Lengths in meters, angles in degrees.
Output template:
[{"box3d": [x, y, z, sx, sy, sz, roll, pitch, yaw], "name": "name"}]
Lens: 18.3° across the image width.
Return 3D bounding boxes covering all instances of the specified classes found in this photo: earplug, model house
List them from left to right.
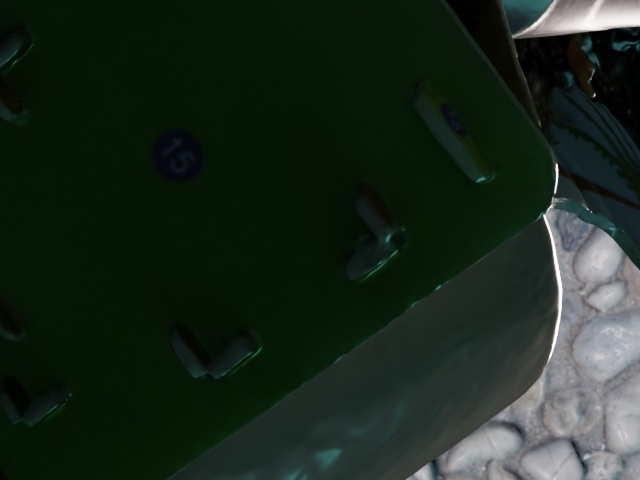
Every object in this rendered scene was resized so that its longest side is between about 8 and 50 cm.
[{"box3d": [-0.089, 0.070, 1.230, 0.394, 0.312, 0.312, -35, 177, -30], "name": "earplug"}, {"box3d": [0.000, 0.000, 0.926, 0.300, 0.340, 0.323, -36, -178, 20], "name": "model house"}]

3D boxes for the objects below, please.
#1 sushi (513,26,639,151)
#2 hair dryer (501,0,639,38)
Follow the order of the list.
[{"box3d": [0.153, -0.143, 1.419, 0.234, 0.207, 0.348, -2, -158, 31], "name": "sushi"}, {"box3d": [0.198, -0.252, 1.076, 0.301, 0.121, 0.361, 3, 135, -34], "name": "hair dryer"}]
